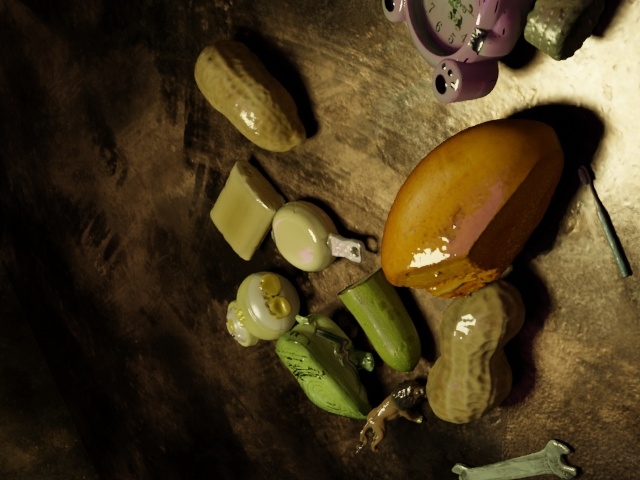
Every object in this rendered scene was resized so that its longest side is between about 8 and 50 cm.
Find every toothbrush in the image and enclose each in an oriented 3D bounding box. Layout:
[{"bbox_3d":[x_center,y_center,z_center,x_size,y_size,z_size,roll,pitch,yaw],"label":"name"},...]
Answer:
[{"bbox_3d":[0.390,-0.025,1.293,0.011,0.014,0.167,-20,95,44],"label":"toothbrush"}]

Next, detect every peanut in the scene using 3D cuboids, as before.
[{"bbox_3d":[0.250,0.179,1.498,0.136,0.120,0.298,18,127,15],"label":"peanut"},{"bbox_3d":[-0.124,-0.258,1.694,0.122,0.137,0.253,-46,68,4],"label":"peanut"}]

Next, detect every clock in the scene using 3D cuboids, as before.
[{"bbox_3d":[0.192,-0.335,1.257,0.228,0.090,0.248,63,150,25],"label":"clock"}]

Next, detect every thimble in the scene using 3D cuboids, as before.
[{"bbox_3d":[0.309,-0.285,1.179,0.062,0.084,0.110,41,130,25],"label":"thimble"}]

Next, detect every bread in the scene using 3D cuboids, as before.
[{"bbox_3d":[-0.147,-0.062,1.882,0.139,0.060,0.178,52,141,14],"label":"bread"}]

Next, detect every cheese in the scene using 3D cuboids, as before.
[{"bbox_3d":[0.000,0.000,1.738,0.227,0.064,0.137,16,126,46],"label":"cheese"}]

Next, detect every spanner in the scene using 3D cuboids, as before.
[{"bbox_3d":[0.326,0.392,1.612,0.302,0.017,0.071,-31,85,53],"label":"spanner"}]

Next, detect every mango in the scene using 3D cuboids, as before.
[{"bbox_3d":[0.214,-0.046,1.353,0.199,0.201,0.350,39,130,5],"label":"mango"}]

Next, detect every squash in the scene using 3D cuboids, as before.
[{"bbox_3d":[0.120,0.147,1.664,0.188,0.095,0.095,57,143,1],"label":"squash"}]

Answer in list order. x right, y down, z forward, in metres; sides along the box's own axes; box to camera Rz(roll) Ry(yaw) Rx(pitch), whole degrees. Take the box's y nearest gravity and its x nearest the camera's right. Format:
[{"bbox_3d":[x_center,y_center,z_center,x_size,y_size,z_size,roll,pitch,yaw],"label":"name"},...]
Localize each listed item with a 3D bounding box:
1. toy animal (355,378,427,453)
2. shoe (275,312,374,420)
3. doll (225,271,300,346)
[{"bbox_3d":[0.132,0.330,1.755,0.220,0.086,0.069,-55,42,26],"label":"toy animal"},{"bbox_3d":[0.025,0.248,1.805,0.262,0.128,0.140,49,162,-30],"label":"shoe"},{"bbox_3d":[-0.136,0.153,1.946,0.141,0.117,0.296,61,143,8],"label":"doll"}]
